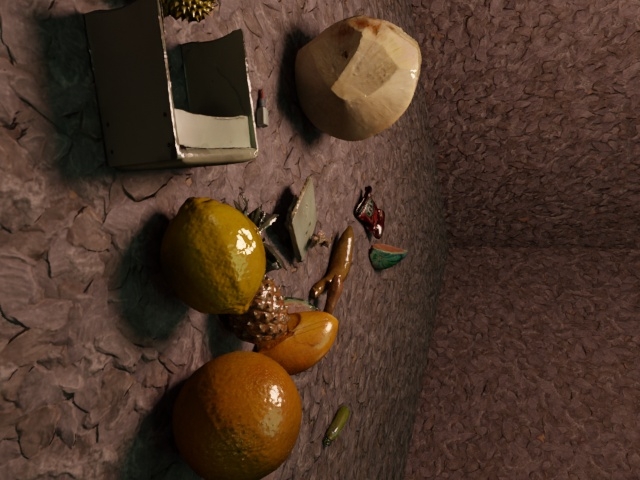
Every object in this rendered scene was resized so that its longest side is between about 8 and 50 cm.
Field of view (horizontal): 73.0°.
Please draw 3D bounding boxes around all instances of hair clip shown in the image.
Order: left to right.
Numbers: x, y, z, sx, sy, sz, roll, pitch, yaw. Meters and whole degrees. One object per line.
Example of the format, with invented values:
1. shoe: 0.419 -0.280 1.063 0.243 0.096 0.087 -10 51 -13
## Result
1. hair clip: -0.006 -0.003 1.417 0.062 0.056 0.214 -61 -172 4

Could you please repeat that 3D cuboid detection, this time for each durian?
1. durian: -0.263 -0.502 0.826 0.237 0.194 0.137 -39 146 -38

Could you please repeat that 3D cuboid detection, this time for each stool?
1. stool: -0.264 -0.274 0.820 0.244 0.171 0.269 -25 113 -62

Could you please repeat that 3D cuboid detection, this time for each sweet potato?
1. sweet potato: 0.029 0.221 1.482 0.050 0.050 0.214 16 95 -63
2. sweet potato: 0.056 0.099 1.582 0.108 0.079 0.346 55 47 -31

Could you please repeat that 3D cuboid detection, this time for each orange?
1. orange: -0.172 0.367 0.918 0.274 0.275 0.274 -3 93 -64

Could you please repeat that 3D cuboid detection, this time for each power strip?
1. power strip: -0.070 -0.066 1.329 0.213 0.065 0.198 82 23 -49

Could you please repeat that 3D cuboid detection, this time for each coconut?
1. coconut: 0.121 -0.512 1.352 0.344 0.416 0.415 56 37 -16

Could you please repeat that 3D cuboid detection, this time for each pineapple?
1. pineapple: -0.162 0.064 1.040 0.165 0.166 0.364 -27 115 -61

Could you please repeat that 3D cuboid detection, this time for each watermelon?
1. watermelon: -0.097 0.229 1.292 0.187 0.071 0.139 27 86 -45
2. watermelon: 0.332 0.080 2.049 0.231 0.146 0.128 -10 100 -66

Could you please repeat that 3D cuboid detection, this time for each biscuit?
1. biscuit: 0.222 -0.124 1.914 0.235 0.063 0.151 49 47 -49

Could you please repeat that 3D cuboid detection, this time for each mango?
1. mango: -0.062 0.283 1.207 0.252 0.154 0.126 -27 134 -14

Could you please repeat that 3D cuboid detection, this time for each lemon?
1. lemon: -0.217 0.034 0.884 0.204 0.204 0.259 -30 101 -60

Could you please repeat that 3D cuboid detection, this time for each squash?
1. squash: 0.064 0.696 1.638 0.183 0.052 0.052 -40 126 -53

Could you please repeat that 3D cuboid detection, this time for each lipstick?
1. lipstick: -0.160 -0.366 1.186 0.025 0.025 0.107 9 77 -63

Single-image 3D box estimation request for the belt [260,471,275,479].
1. belt: -0.178 0.545 1.055 0.124 0.128 0.200 58 45 -49
